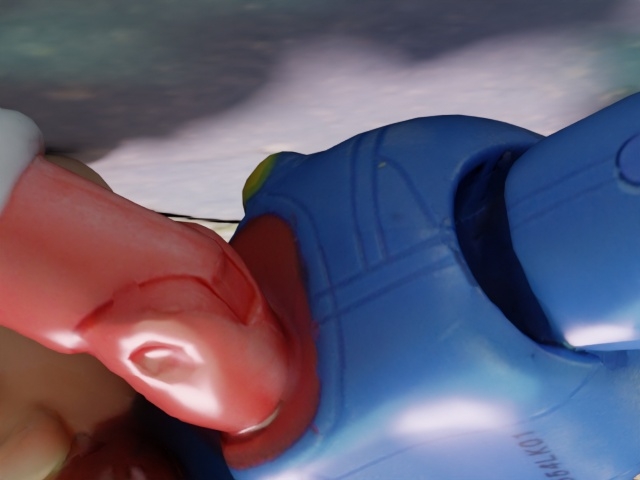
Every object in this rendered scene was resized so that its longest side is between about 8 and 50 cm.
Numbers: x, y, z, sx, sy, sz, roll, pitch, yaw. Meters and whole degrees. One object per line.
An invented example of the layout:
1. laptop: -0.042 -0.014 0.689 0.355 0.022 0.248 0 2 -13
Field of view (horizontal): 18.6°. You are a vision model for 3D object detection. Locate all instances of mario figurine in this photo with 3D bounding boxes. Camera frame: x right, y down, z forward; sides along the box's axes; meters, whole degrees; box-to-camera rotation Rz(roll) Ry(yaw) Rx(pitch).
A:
1. mario figurine: 0.000 0.000 0.425 0.321 0.198 0.170 -21 -158 17

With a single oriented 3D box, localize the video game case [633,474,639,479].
1. video game case: 0.168 0.030 0.601 0.210 0.041 0.232 18 152 -32
